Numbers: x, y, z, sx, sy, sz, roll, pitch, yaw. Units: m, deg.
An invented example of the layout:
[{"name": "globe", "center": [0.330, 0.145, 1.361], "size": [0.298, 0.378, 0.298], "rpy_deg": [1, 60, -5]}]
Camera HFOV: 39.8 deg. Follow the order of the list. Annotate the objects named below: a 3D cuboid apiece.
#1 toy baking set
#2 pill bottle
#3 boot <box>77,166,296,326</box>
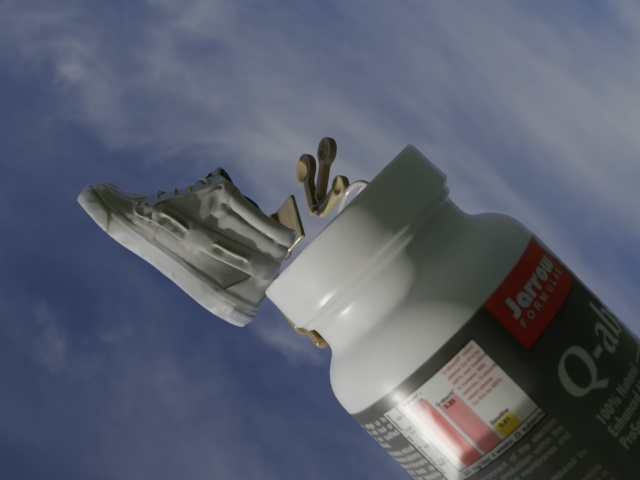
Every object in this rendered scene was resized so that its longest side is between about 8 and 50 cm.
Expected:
[{"name": "toy baking set", "center": [-0.002, 0.006, 0.913], "size": [0.030, 0.197, 0.256], "rpy_deg": [4, -153, -28]}, {"name": "pill bottle", "center": [0.140, 0.110, 0.716], "size": [0.363, 0.210, 0.210], "rpy_deg": [45, -137, 0]}, {"name": "boot", "center": [-0.138, -0.026, 0.935], "size": [0.258, 0.123, 0.095], "rpy_deg": [33, -178, 25]}]
